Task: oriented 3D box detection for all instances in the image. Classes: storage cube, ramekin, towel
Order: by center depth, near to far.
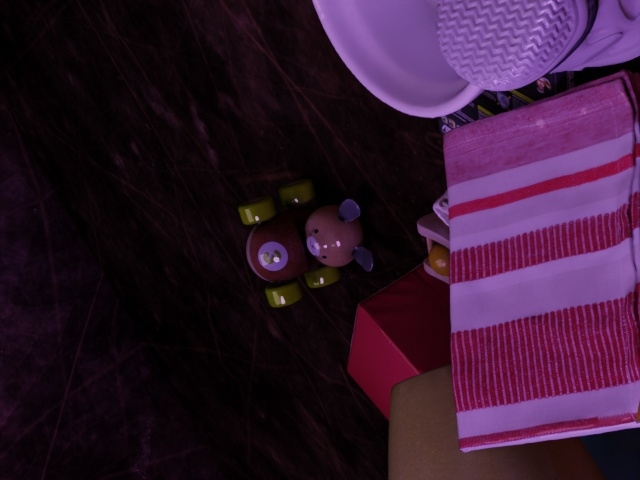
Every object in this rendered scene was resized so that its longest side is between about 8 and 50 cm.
[{"bbox_3d":[0.115,-0.265,1.281,0.277,0.135,0.277,37,139,40],"label":"ramekin"},{"bbox_3d":[0.209,0.021,1.296,0.237,0.037,0.329,-18,66,44],"label":"towel"},{"bbox_3d":[0.164,0.145,1.705,0.193,0.183,0.215,49,158,21],"label":"storage cube"}]

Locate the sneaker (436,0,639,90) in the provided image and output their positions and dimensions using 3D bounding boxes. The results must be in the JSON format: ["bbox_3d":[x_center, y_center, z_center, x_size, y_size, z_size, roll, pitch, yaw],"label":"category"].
[{"bbox_3d":[0.241,-0.281,1.071,0.137,0.210,0.366,43,119,29],"label":"sneaker"}]

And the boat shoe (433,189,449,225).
[{"bbox_3d":[0.189,0.016,1.451,0.098,0.096,0.277,51,-173,-28],"label":"boat shoe"}]

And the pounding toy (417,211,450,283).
[{"bbox_3d":[0.218,0.081,1.557,0.269,0.154,0.155,36,150,41],"label":"pounding toy"}]

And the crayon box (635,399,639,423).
[{"bbox_3d":[0.384,0.040,1.061,0.081,0.202,0.318,24,157,-21],"label":"crayon box"}]

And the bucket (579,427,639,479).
[{"bbox_3d":[0.343,0.358,1.636,0.281,0.183,0.281,44,154,28],"label":"bucket"}]

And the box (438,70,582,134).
[{"bbox_3d":[0.193,-0.152,1.444,0.190,0.045,0.184,37,148,40],"label":"box"}]

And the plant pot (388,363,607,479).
[{"bbox_3d":[0.179,0.271,1.418,0.275,0.275,0.293,134,120,-67],"label":"plant pot"}]

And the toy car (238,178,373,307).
[{"bbox_3d":[0.000,0.000,1.927,0.188,0.149,0.155,-3,108,52],"label":"toy car"}]
